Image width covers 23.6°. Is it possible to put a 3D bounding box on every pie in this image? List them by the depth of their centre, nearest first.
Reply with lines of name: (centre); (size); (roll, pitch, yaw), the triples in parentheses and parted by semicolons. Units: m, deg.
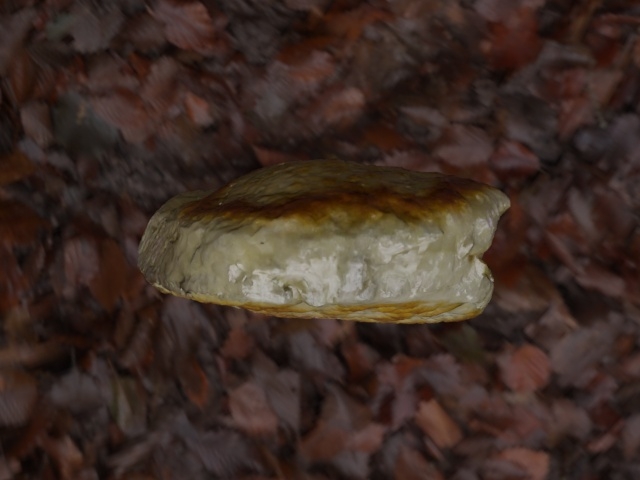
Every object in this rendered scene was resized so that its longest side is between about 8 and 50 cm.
pie: (0.000, 0.000, 0.800); (0.179, 0.205, 0.084); (4, 90, -16)
